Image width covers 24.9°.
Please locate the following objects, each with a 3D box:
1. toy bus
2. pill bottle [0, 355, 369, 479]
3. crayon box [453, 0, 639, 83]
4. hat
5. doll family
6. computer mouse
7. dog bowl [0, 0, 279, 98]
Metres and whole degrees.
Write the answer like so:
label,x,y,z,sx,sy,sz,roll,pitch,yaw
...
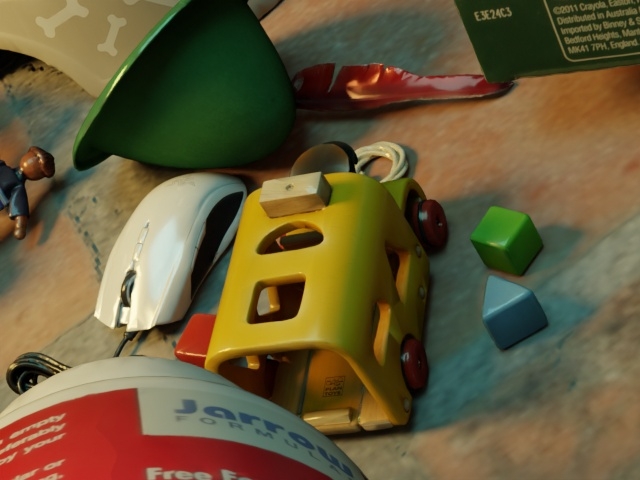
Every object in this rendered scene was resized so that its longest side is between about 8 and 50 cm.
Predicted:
label,x,y,z,sx,sy,sz,roll,pitch,yaw
toy bus,0.003,0.008,0.798,0.191,0.104,0.202,-42,43,-9
pill bottle,-0.056,0.183,0.507,0.229,0.229,0.408,-34,17,-1
crayon box,0.223,-0.230,0.857,0.203,0.083,0.323,-3,40,33
hat,-0.033,-0.062,0.939,0.173,0.183,0.208,-47,-2,-35
doll family,-0.269,-0.066,1.033,0.111,0.076,0.193,-33,79,-22
computer mouse,-0.111,0.022,0.901,0.106,0.042,0.193,4,54,35
dog bowl,-0.157,-0.266,1.152,0.348,0.102,0.349,-17,45,18
